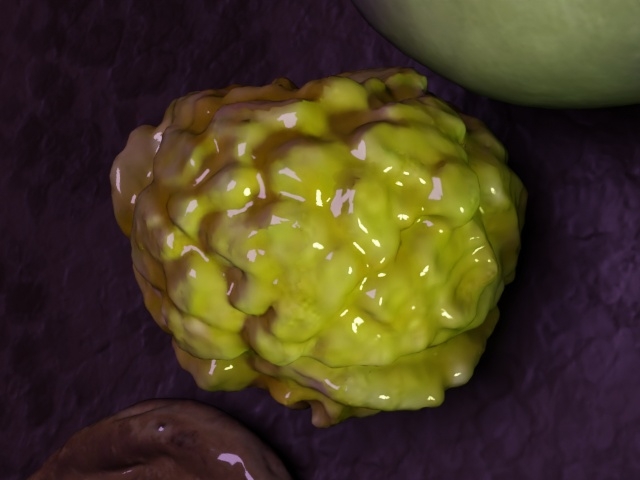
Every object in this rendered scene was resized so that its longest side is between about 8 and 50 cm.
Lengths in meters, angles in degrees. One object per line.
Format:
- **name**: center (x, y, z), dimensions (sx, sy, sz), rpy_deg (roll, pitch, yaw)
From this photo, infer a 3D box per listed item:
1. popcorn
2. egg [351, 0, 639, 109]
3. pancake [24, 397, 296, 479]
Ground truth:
- **popcorn**: center (0.000, 0.000, 0.693), dimensions (0.259, 0.259, 0.212), rpy_deg (-6, 92, 29)
- **egg**: center (0.166, -0.200, 0.604), dimensions (0.352, 0.258, 0.258), rpy_deg (-8, 75, 35)
- **pancake**: center (-0.121, 0.249, 0.794), dimensions (0.294, 0.049, 0.294), rpy_deg (-6, 78, 28)
